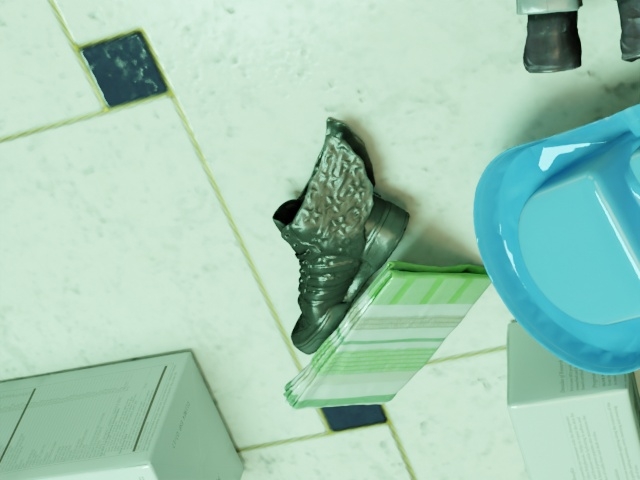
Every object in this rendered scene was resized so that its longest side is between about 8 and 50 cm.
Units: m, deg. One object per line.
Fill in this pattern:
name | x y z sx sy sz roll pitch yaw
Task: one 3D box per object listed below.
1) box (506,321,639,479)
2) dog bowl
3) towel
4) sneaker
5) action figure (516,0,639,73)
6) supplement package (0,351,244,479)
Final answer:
box | 0.189 0.121 1.004 0.087 0.102 0.101 -12 122 14
dog bowl | 0.219 -0.016 0.843 0.297 0.074 0.166 -24 95 57
towel | 0.050 0.070 1.012 0.113 0.023 0.152 2 135 -43
sneaker | 0.000 0.001 0.987 0.089 0.051 0.170 30 119 -11
action figure | 0.137 -0.240 0.762 0.185 0.099 0.285 -2 106 26
supplement package | -0.207 0.197 1.100 0.244 0.139 0.133 -10 121 17
